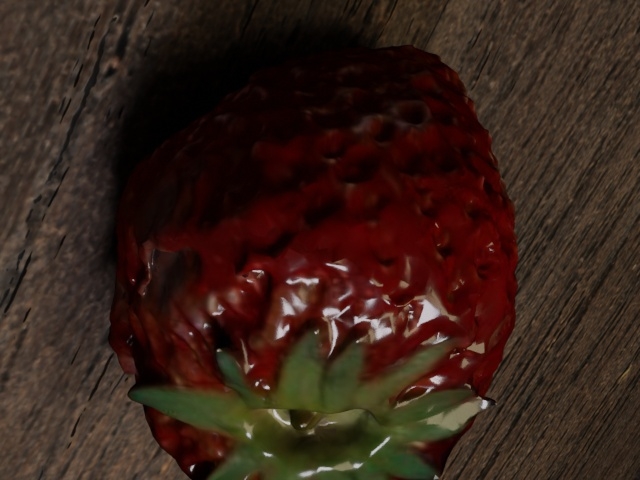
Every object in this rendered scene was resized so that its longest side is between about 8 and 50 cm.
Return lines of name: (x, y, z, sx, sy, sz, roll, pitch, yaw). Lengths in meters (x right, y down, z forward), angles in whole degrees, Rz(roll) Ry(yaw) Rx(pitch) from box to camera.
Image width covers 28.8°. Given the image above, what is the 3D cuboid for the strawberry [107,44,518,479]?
strawberry: (-0.010, 0.007, 0.839, 0.292, 0.310, 0.291, -10, 138, -9)
